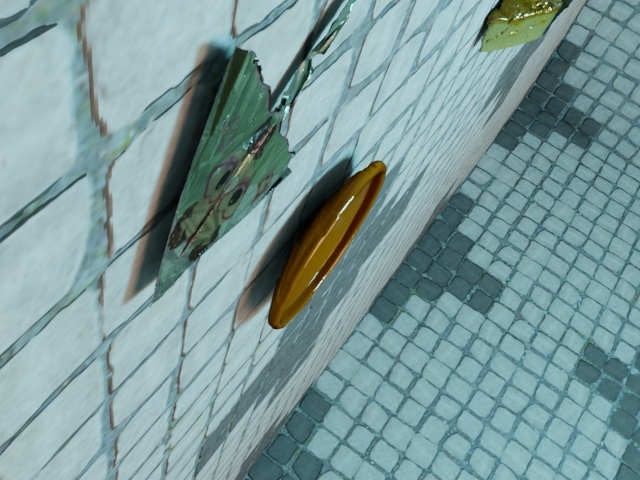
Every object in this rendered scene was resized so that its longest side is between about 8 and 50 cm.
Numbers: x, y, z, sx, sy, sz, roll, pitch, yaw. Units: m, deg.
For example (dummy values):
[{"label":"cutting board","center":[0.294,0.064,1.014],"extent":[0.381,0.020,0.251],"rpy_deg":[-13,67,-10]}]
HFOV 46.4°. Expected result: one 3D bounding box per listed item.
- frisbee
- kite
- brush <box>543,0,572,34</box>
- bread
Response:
[{"label":"frisbee","center":[0.000,0.000,0.721],"extent":[0.192,0.035,0.192],"rpy_deg":[-54,172,-11]},{"label":"kite","center":[-0.027,-0.068,0.421],"extent":[0.250,0.012,0.229],"rpy_deg":[-56,174,-2]},{"label":"brush","center":[0.340,-0.373,1.058],"extent":[0.123,0.059,0.197],"rpy_deg":[-61,176,5]},{"label":"bread","center":[0.239,-0.297,0.965],"extent":[0.109,0.080,0.084],"rpy_deg":[-18,157,-14]}]
